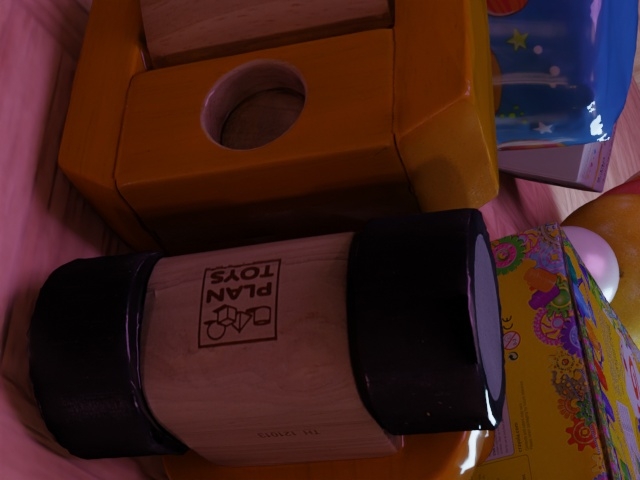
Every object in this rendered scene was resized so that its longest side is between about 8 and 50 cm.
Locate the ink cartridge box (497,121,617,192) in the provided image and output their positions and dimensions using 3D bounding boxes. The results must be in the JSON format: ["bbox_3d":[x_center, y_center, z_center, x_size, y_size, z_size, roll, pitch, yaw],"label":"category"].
[{"bbox_3d":[0.303,-0.139,1.386,0.176,0.127,0.128,5,97,-66],"label":"ink cartridge box"}]

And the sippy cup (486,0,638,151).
[{"bbox_3d":[0.127,-0.167,0.849,0.240,0.224,0.305,26,73,-64],"label":"sippy cup"}]

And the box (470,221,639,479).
[{"bbox_3d":[0.165,0.195,0.806,0.279,0.177,0.290,46,33,-45],"label":"box"}]

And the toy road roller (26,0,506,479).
[{"bbox_3d":[0.000,0.000,0.576,0.240,0.202,0.329,59,28,-56],"label":"toy road roller"}]

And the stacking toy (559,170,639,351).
[{"bbox_3d":[0.407,0.044,1.425,0.480,0.350,0.350,2,70,-45],"label":"stacking toy"}]
